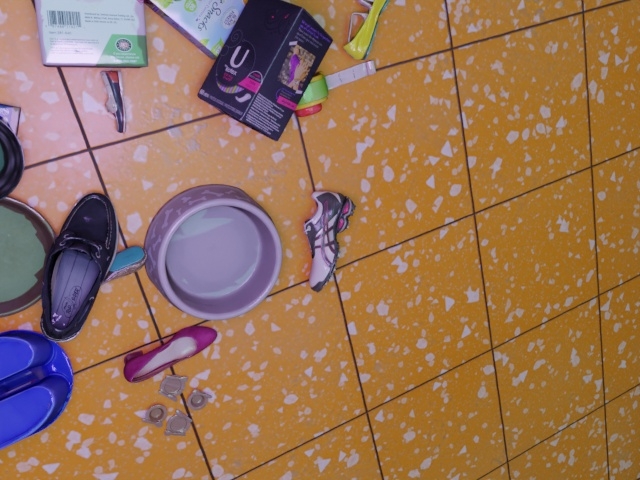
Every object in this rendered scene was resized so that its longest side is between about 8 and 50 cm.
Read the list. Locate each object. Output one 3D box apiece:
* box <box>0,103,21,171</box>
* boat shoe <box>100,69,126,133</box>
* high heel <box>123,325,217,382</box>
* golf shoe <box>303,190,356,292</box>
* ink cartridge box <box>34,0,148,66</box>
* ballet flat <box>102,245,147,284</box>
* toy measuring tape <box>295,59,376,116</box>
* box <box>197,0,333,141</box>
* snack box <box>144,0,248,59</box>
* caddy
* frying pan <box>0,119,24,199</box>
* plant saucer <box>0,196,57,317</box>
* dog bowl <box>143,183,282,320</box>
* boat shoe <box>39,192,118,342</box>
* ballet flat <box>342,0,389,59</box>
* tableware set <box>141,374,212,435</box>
[{"bbox_3d":[-0.739,-0.227,1.133,0.225,0.036,0.136,9,100,-25],"label":"box"},{"bbox_3d":[-0.453,-0.304,1.236,0.043,0.049,0.137,-8,104,-20],"label":"boat shoe"},{"bbox_3d":[-0.365,0.284,1.396,0.244,0.117,0.082,-12,108,-21],"label":"high heel"},{"bbox_3d":[0.000,0.000,1.512,0.120,0.105,0.273,16,91,-12],"label":"golf shoe"},{"bbox_3d":[-0.469,-0.495,1.138,0.201,0.117,0.278,-7,107,-23],"label":"ink cartridge box"},{"bbox_3d":[-0.501,0.076,1.305,0.206,0.067,0.073,-19,69,-19],"label":"ballet flat"},{"bbox_3d":[0.016,-0.386,1.394,0.330,0.121,0.121,-23,112,-18],"label":"toy measuring tape"},{"bbox_3d":[-0.124,-0.389,1.266,0.143,0.165,0.270,22,98,-58],"label":"box"},{"bbox_3d":[-0.264,-0.538,1.248,0.207,0.070,0.174,35,87,-30],"label":"snack box"},{"bbox_3d":[-0.720,0.338,1.218,0.341,0.179,0.241,-23,90,-17],"label":"caddy"},{"bbox_3d":[-0.756,-0.172,1.090,0.326,0.053,0.197,7,102,-24],"label":"frying pan"},{"bbox_3d":[-0.713,0.033,1.212,0.278,0.041,0.278,-6,106,-23],"label":"plant saucer"},{"bbox_3d":[-0.252,0.039,1.392,0.349,0.102,0.348,-7,107,-23],"label":"dog bowl"},{"bbox_3d":[-0.519,0.047,1.204,0.127,0.113,0.340,21,73,-15],"label":"boat shoe"},{"bbox_3d":[0.121,-0.573,1.419,0.077,0.077,0.231,22,96,-11],"label":"ballet flat"},{"bbox_3d":[-0.381,0.439,1.486,0.141,0.020,0.168,33,88,-28],"label":"tableware set"}]
